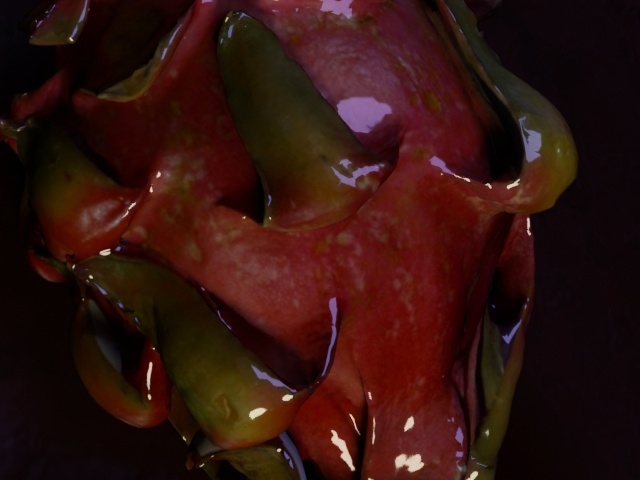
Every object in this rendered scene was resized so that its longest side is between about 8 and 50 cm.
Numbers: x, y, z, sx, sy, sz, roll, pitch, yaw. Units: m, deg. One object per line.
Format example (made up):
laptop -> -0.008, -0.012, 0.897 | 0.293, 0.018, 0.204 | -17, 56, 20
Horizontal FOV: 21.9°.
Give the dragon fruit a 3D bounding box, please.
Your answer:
dragon fruit -> -0.016, -0.006, 0.714 | 0.227, 0.243, 0.307 | -2, 108, -67
